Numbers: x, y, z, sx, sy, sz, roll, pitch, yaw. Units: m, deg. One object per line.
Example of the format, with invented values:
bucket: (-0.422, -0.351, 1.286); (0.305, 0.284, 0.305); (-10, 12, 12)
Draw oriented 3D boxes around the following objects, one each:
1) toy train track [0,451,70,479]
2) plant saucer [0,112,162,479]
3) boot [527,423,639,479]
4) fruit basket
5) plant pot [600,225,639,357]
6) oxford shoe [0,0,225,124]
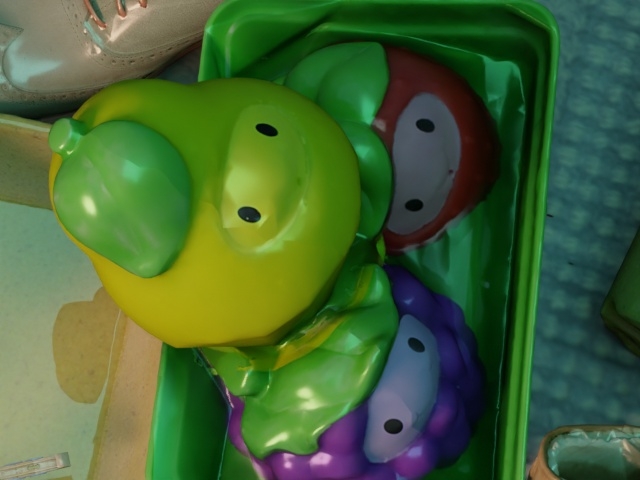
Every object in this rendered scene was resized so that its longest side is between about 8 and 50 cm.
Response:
toy train track: (-0.207, 0.153, 1.163); (0.083, 0.014, 0.048); (-11, 77, -12)
plant saucer: (-0.262, 0.074, 1.225); (0.333, 0.081, 0.332); (12, 75, -5)
boot: (0.233, 0.243, 1.152); (0.236, 0.269, 0.089); (3, 40, -7)
fruit basket: (0.000, 0.000, 1.126); (0.283, 0.392, 0.392); (3, 74, 12)
plant pot: (0.341, -0.002, 1.258); (0.276, 0.276, 0.254); (33, 85, 1)
oxford shoe: (-0.133, -0.192, 1.278); (0.397, 0.146, 0.140); (-24, 81, -13)
